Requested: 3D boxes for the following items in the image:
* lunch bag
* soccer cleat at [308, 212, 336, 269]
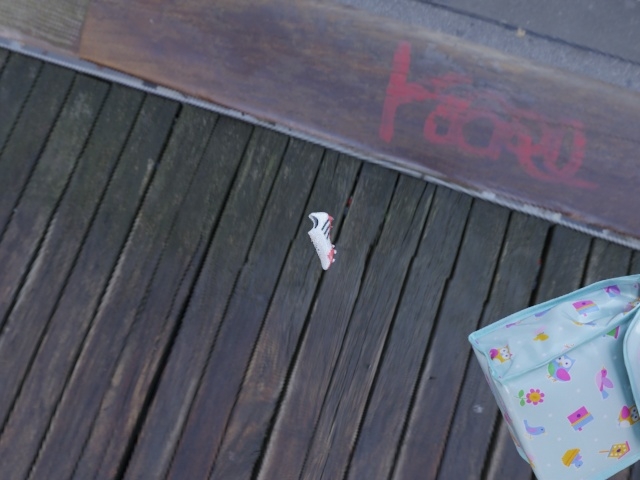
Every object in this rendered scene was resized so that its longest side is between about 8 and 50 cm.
[{"bbox_3d":[0.370,0.186,0.992,0.262,0.160,0.223,-25,110,2],"label":"lunch bag"},{"bbox_3d":[0.000,0.000,1.005,0.035,0.029,0.083,9,67,-24],"label":"soccer cleat"}]
